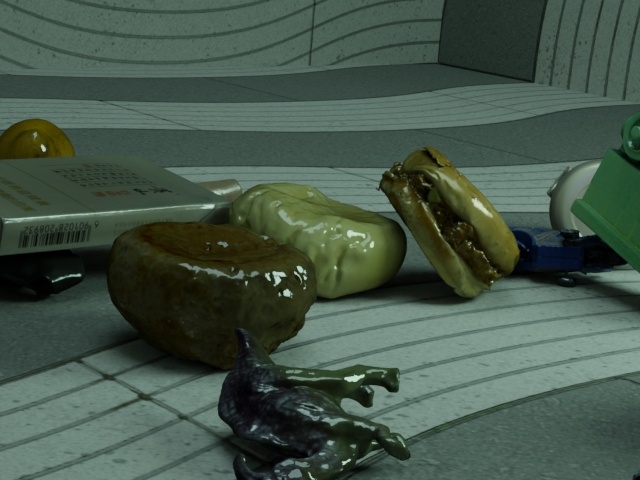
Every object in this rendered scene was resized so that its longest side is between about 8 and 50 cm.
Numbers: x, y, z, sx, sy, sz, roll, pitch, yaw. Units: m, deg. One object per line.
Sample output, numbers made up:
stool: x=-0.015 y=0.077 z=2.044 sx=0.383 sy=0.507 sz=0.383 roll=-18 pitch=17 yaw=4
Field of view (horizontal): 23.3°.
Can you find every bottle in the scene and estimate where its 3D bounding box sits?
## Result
bottle: x=0.406 y=-0.047 z=2.286 sx=0.147 sy=0.148 sz=0.236 roll=5 pitch=5 yaw=3

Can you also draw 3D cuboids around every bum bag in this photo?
bum bag: x=-0.394 y=-0.001 z=1.918 sx=0.142 sy=0.080 sz=0.326 roll=2 pitch=13 yaw=-26

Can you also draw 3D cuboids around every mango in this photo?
mango: x=-0.401 y=-0.094 z=2.122 sx=0.108 sy=0.157 sz=0.262 roll=18 pitch=-7 yaw=0

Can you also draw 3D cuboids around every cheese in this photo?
cheese: x=0.000 y=0.000 z=1.982 sx=0.226 sy=0.117 sz=0.214 roll=-5 pitch=20 yaw=-45

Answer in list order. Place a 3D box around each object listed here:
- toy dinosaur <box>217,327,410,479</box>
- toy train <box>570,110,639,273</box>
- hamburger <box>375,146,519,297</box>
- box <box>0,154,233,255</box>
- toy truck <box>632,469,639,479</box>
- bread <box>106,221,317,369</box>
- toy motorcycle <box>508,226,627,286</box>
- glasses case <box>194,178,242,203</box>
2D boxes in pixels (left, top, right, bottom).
toy dinosaur: x=-0.007 y=0.154 z=1.374 sx=0.162 sy=0.077 sz=0.294 roll=1 pitch=14 yaw=-12
toy train: x=0.460 y=-0.041 z=1.987 sx=0.120 sy=0.202 sz=0.301 roll=10 pitch=25 yaw=-34
hamburger: x=0.165 y=-0.021 z=1.992 sx=0.108 sy=0.214 sz=0.214 roll=-40 pitch=17 yaw=1
box: x=-0.305 y=-0.050 z=1.920 sx=0.204 sy=0.051 sz=0.365 roll=25 pitch=21 yaw=38
toy truck: x=0.301 y=0.215 z=1.308 sx=0.083 sy=0.039 sz=0.044 roll=7 pitch=-4 yaw=3
bread: x=-0.117 y=0.058 z=1.666 sx=0.230 sy=0.123 sz=0.230 roll=10 pitch=13 yaw=-2
toy motorcycle: x=0.316 y=0.015 z=2.122 sx=0.205 sy=0.076 sz=0.114 roll=2 pitch=9 yaw=-1
glasses case: x=-0.211 y=-0.032 z=2.187 sx=0.193 sy=0.070 sz=0.102 roll=-9 pitch=-9 yaw=-41
